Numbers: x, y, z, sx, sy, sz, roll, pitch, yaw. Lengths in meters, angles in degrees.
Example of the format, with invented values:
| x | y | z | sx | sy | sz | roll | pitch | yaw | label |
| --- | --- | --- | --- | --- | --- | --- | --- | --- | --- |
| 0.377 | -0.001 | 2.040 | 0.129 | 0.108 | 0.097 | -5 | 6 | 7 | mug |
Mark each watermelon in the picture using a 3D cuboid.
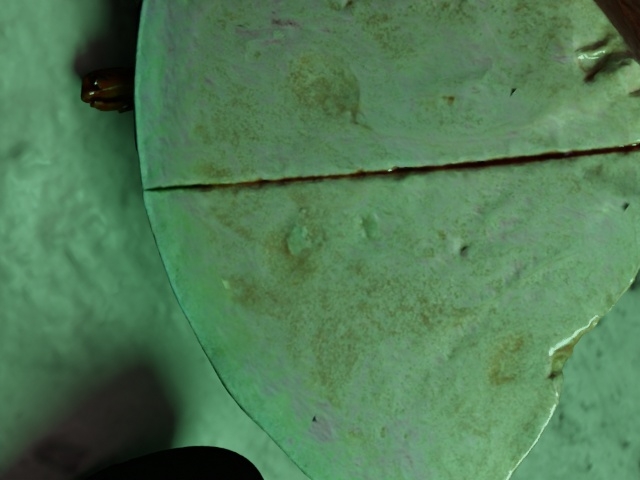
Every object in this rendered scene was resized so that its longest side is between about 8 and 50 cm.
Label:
| x | y | z | sx | sy | sz | roll | pitch | yaw | label |
| --- | --- | --- | --- | --- | --- | --- | --- | --- | --- |
| 0.056 | -0.061 | 0.846 | 0.292 | 0.319 | 0.222 | -54 | 166 | 20 | watermelon |

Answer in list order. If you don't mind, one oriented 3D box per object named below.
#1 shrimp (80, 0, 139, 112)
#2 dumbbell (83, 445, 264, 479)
| x | y | z | sx | sy | sz | roll | pitch | yaw | label |
| --- | --- | --- | --- | --- | --- | --- | --- | --- | --- |
| -0.108 | -0.130 | 0.812 | 0.178 | 0.034 | 0.124 | 20 | 90 | -47 | shrimp |
| -0.055 | 0.230 | 0.847 | 0.152 | 0.152 | 0.218 | -40 | 120 | -24 | dumbbell |
